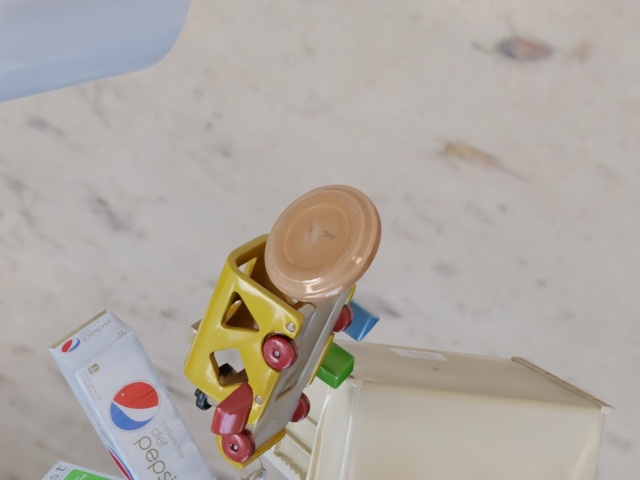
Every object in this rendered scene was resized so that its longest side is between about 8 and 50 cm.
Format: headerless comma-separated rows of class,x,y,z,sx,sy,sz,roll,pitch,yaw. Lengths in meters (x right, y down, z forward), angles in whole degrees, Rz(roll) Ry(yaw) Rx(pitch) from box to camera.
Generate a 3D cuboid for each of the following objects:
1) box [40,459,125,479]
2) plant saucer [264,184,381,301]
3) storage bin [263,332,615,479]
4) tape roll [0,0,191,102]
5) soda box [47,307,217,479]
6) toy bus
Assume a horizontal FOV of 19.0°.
box,-0.270,0.383,2.033,0.231,0.262,0.127,7,139,51
plant saucer,0.000,0.000,1.237,0.083,0.083,0.013,11,159,36
storage bin,0.098,0.174,1.790,0.262,0.123,0.260,7,-174,-18
tape roll,-0.221,-0.220,1.320,0.246,0.169,0.246,28,126,47
soda box,-0.181,0.175,1.878,0.069,0.074,0.216,33,154,53
toy bus,-0.057,0.093,1.536,0.104,0.202,0.191,35,167,17
